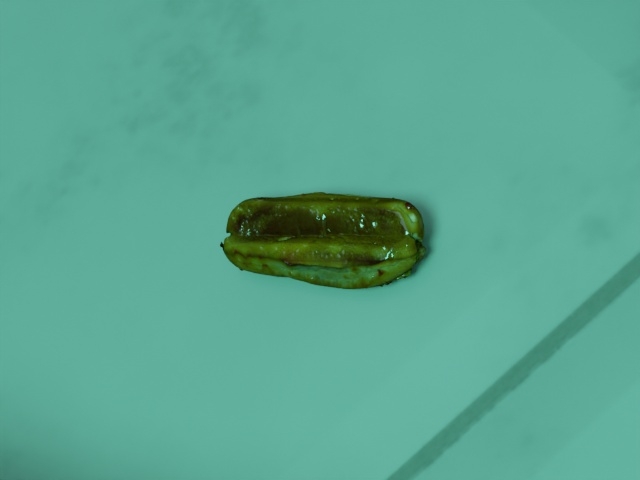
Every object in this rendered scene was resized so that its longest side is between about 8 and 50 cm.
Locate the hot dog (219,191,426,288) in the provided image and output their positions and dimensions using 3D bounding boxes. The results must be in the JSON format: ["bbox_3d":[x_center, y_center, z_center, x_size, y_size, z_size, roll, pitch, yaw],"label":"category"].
[{"bbox_3d":[0.000,0.001,1.261,0.144,0.038,0.062,0,67,27],"label":"hot dog"}]
